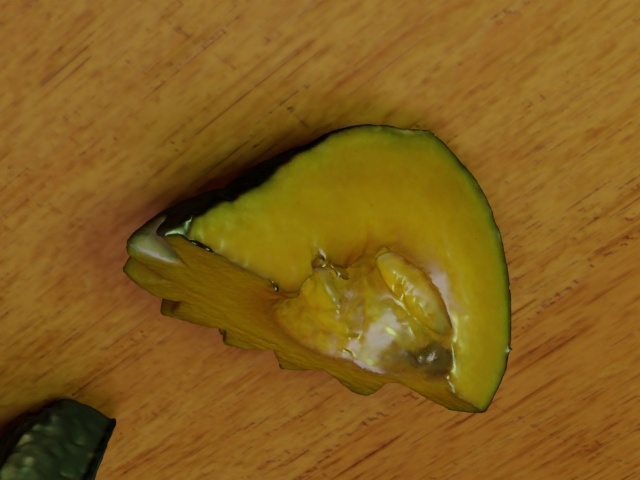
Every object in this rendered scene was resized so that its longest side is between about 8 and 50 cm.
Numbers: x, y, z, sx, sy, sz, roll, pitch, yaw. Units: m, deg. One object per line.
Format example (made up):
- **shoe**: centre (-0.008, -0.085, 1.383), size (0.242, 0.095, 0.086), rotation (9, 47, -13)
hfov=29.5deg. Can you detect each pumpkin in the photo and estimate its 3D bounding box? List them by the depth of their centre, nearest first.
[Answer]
- **pumpkin**: centre (0.000, 0.000, 0.758), size (0.254, 0.149, 0.130), rotation (29, 161, -29)

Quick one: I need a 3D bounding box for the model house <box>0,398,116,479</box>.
- **model house**: centre (-0.313, 0.201, 0.781), size (0.300, 0.271, 0.190), rotation (16, 118, 0)
